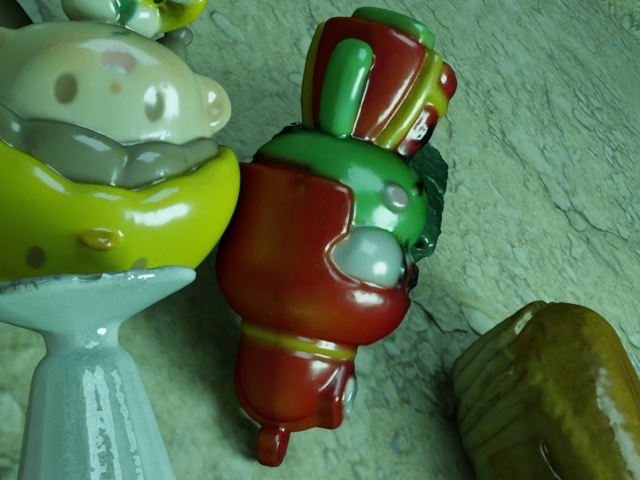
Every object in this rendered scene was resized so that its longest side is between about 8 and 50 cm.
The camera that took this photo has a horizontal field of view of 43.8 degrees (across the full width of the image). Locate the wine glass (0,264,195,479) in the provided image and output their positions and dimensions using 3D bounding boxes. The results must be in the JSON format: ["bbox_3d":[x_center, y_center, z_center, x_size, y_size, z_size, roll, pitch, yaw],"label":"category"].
[{"bbox_3d":[-0.122,0.118,0.424,0.165,0.165,0.196,-1,79,-47],"label":"wine glass"}]

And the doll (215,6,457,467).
[{"bbox_3d":[0.001,0.000,0.634,0.182,0.160,0.362,37,65,-76],"label":"doll"}]

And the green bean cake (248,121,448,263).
[{"bbox_3d":[0.033,-0.071,0.838,0.193,0.107,0.208,38,37,-12],"label":"green bean cake"}]

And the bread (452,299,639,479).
[{"bbox_3d":[0.269,0.245,0.748,0.236,0.183,0.388,-7,64,-52],"label":"bread"}]

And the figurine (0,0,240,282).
[{"bbox_3d":[-0.138,-0.125,0.536,0.215,0.343,0.187,16,3,-21],"label":"figurine"}]
